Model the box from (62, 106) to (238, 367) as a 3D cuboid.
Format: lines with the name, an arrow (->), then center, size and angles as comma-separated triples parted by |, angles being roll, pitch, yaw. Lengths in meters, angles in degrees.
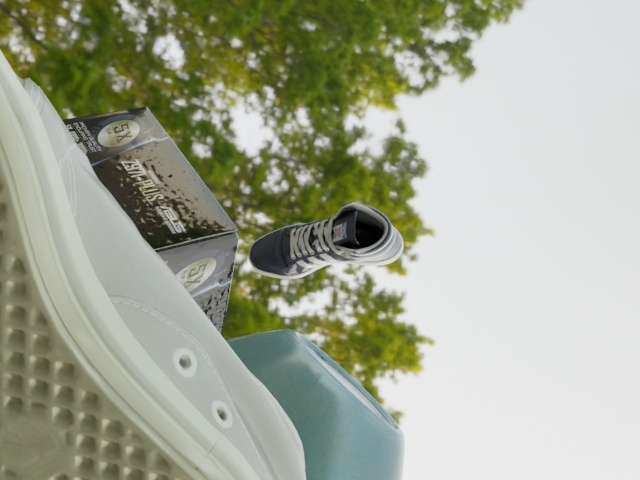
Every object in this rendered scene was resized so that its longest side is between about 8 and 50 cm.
box -> -0.134, 0.023, 0.704 | 0.147, 0.077, 0.180 | 50, -39, 37

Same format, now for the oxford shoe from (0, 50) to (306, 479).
oxford shoe -> -0.152, 0.019, 0.489 | 0.169, 0.130, 0.449 | -29, -74, 19

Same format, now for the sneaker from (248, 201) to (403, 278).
sneaker -> 0.000, 0.000, 1.747 | 0.282, 0.153, 0.099 | -6, -103, 7

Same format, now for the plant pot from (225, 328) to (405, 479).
plant pot -> -0.043, 0.191, 0.850 | 0.195, 0.290, 0.290 | -48, -131, 0
